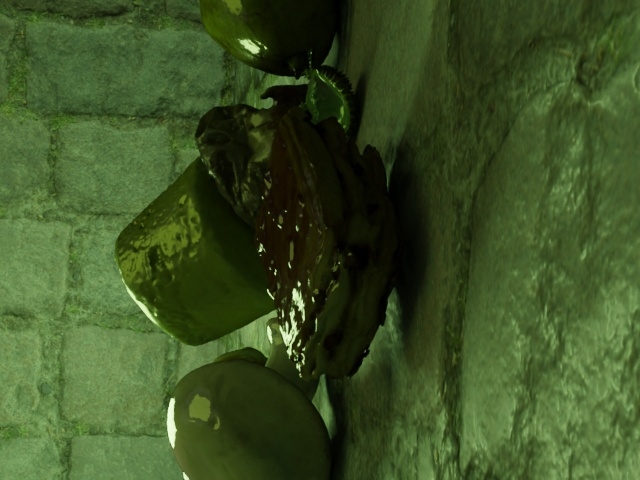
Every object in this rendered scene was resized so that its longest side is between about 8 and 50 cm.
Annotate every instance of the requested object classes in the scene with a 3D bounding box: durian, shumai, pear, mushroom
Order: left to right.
[{"bbox_3d":[-0.124,0.310,1.651,0.315,0.315,0.356,172,99,-79],"label":"mushroom"},{"bbox_3d":[-0.091,-0.457,1.841,0.287,0.287,0.375,111,145,-56],"label":"pear"},{"bbox_3d":[-0.051,-0.166,1.826,0.314,0.262,0.267,56,-155,-10],"label":"shumai"},{"bbox_3d":[0.014,-0.228,1.615,0.086,0.100,0.215,-106,16,-52],"label":"durian"}]

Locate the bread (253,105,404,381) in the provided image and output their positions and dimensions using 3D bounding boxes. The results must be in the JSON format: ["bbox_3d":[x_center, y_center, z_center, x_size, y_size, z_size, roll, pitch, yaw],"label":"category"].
[{"bbox_3d":[0.022,-0.002,1.338,0.325,0.167,0.278,-111,27,-46],"label":"bread"}]

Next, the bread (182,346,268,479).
[{"bbox_3d":[-0.197,0.398,2.048,0.300,0.210,0.341,156,117,-66],"label":"bread"}]

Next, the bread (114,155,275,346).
[{"bbox_3d":[-0.230,0.025,1.949,0.348,0.307,0.348,50,-158,-29],"label":"bread"}]
